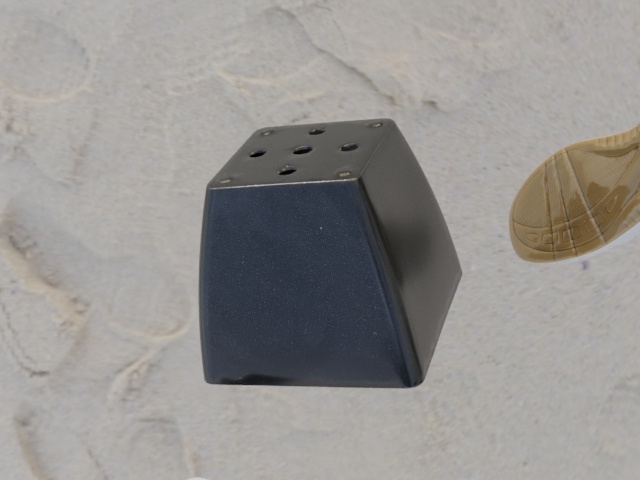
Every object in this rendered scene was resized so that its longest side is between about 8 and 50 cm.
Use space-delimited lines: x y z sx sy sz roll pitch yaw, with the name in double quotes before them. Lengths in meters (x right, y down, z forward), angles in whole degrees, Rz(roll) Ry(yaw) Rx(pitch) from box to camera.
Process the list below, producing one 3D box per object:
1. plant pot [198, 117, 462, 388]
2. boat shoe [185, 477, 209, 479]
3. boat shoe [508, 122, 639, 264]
"plant pot" 0.000 0.000 0.865 0.188 0.187 0.167 -3 117 21
"boat shoe" -0.107 0.255 0.869 0.065 0.083 0.183 29 118 14
"boat shoe" 0.272 -0.046 0.846 0.277 0.096 0.098 -31 60 50
